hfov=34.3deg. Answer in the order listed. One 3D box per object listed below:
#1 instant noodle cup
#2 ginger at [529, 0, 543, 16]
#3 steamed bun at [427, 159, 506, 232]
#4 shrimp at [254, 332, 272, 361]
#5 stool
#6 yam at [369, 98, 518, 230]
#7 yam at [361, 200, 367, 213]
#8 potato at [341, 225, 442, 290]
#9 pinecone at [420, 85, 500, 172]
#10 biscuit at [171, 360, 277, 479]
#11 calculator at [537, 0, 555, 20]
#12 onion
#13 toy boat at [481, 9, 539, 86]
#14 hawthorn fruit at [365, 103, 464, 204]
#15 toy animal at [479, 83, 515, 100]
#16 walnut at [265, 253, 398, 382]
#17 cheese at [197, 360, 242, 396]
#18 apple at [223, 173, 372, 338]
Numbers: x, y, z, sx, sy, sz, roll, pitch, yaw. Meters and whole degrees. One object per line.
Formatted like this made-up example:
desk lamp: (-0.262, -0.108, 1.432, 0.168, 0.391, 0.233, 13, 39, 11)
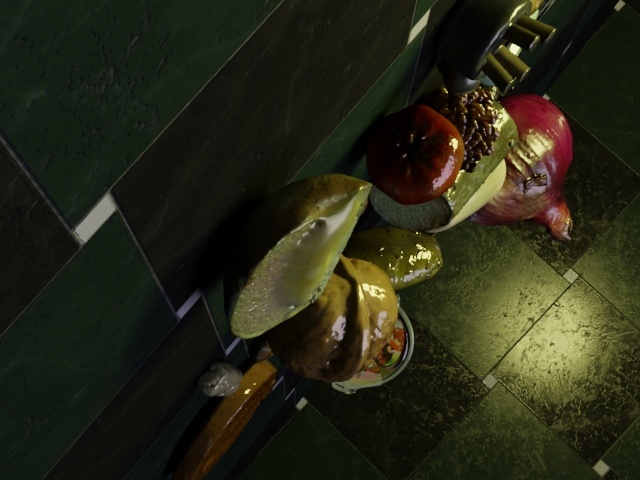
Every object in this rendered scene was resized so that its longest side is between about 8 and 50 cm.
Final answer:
instant noodle cup: (0.109, 0.220, 2.634, 0.302, 0.258, 0.181, -54, -174, 17)
ginger: (0.333, -0.409, 1.774, 0.190, 0.069, 0.095, -47, 148, -26)
steamed bun: (0.260, -0.118, 2.178, 0.225, 0.200, 0.170, -35, 140, -26)
shrimp: (-0.070, 0.197, 2.140, 0.152, 0.063, 0.287, -50, 168, -2)
stool: (0.273, -0.312, 1.633, 0.153, 0.139, 0.228, -49, 168, -10)
yam: (0.244, -0.153, 1.998, 0.304, 0.168, 0.168, -49, 170, -23)
yam: (0.000, 0.000, 1.752, 0.241, 0.057, 0.057, -48, 170, -30)
potato: (0.131, 0.038, 2.121, 0.251, 0.149, 0.113, -1, 141, -16)
pinecone: (0.247, -0.210, 1.850, 0.173, 0.173, 0.173, -50, 171, -11)
biscuit: (-0.199, 0.378, 2.210, 0.314, 0.063, 0.367, -47, 170, -43)
calculator: (0.470, -0.508, 2.191, 0.166, 0.028, 0.274, -53, 171, 9)
onion: (0.468, -0.149, 2.447, 0.348, 0.385, 0.348, -41, -173, 6)
toy boat: (0.343, -0.381, 1.979, 0.208, 0.079, 0.134, -59, -176, -34)
hawthorn fruit: (0.151, -0.132, 1.676, 0.157, 0.157, 0.194, -51, 175, -3)
toy animal: (0.374, -0.334, 2.336, 0.202, 0.070, 0.105, -44, 155, -29)
walnut: (0.019, 0.127, 1.818, 0.224, 0.257, 0.257, -6, 146, -26)
cheese: (-0.180, 0.252, 1.878, 0.065, 0.043, 0.194, -56, 169, -5)
apple: (-0.059, 0.015, 1.342, 0.193, 0.120, 0.265, -29, 156, -35)
